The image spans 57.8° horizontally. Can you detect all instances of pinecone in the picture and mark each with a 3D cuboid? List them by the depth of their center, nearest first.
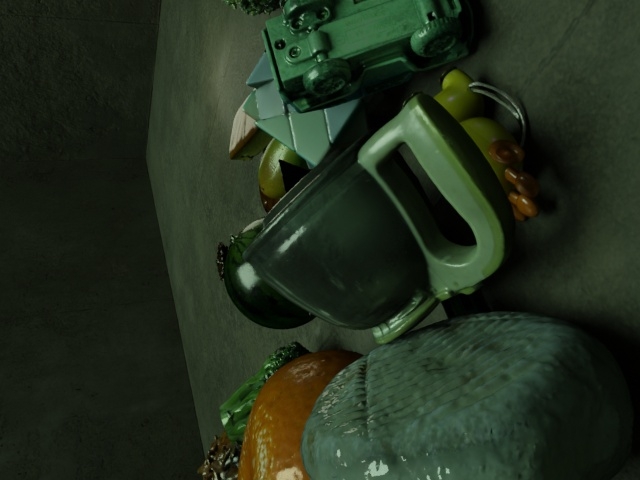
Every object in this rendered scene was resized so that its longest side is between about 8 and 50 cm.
[{"bbox_3d":[-0.255,0.063,1.753,0.140,0.121,0.140,173,90,-68],"label":"pinecone"}]

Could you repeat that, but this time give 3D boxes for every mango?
[{"bbox_3d":[-0.072,-0.177,1.317,0.233,0.111,0.125,-44,67,45],"label":"mango"}]

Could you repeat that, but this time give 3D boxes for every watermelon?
[{"bbox_3d":[-0.084,0.065,1.226,0.242,0.242,0.242,174,90,-66],"label":"watermelon"}]

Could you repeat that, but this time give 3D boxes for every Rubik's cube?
[{"bbox_3d":[0.004,-0.249,1.018,0.224,0.265,0.213,-54,-4,11],"label":"Rubik's cube"}]

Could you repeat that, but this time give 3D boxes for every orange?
[{"bbox_3d":[0.041,0.388,0.924,0.424,0.326,0.423,-175,90,-75],"label":"orange"}]

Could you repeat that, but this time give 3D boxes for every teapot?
[{"bbox_3d":[0.084,-0.014,0.738,0.239,0.239,0.321,45,112,-3],"label":"teapot"}]

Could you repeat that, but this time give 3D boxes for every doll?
[{"bbox_3d":[0.200,-0.113,0.733,0.221,0.135,0.143,55,175,38],"label":"doll"}]

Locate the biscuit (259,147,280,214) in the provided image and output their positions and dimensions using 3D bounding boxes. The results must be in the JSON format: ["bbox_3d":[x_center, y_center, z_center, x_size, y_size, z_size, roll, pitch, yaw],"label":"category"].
[{"bbox_3d":[-0.121,-0.155,1.510,0.212,0.036,0.212,176,90,-66],"label":"biscuit"}]

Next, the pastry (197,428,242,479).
[{"bbox_3d":[-0.147,0.646,1.449,0.337,0.292,0.405,-4,82,55],"label":"pastry"}]

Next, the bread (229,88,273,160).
[{"bbox_3d":[-0.146,-0.312,1.456,0.361,0.077,0.138,158,120,-64],"label":"bread"}]

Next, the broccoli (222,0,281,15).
[{"bbox_3d":[-0.184,-0.623,1.282,0.375,0.302,0.249,67,-171,24],"label":"broccoli"}]

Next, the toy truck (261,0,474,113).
[{"bbox_3d":[0.064,-0.287,0.807,0.156,0.279,0.155,41,-148,-76],"label":"toy truck"}]

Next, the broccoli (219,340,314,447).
[{"bbox_3d":[-0.072,0.374,1.257,0.308,0.275,0.307,160,90,-88],"label":"broccoli"}]

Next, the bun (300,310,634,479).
[{"bbox_3d":[0.152,0.212,0.645,0.354,0.354,0.194,-12,101,66],"label":"bun"}]

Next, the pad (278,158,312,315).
[{"bbox_3d":[-0.001,0.000,1.127,0.005,0.202,0.299,-19,76,26],"label":"pad"}]

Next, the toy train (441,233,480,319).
[{"bbox_3d":[0.196,0.071,0.853,0.044,0.042,0.209,81,170,-64],"label":"toy train"}]
